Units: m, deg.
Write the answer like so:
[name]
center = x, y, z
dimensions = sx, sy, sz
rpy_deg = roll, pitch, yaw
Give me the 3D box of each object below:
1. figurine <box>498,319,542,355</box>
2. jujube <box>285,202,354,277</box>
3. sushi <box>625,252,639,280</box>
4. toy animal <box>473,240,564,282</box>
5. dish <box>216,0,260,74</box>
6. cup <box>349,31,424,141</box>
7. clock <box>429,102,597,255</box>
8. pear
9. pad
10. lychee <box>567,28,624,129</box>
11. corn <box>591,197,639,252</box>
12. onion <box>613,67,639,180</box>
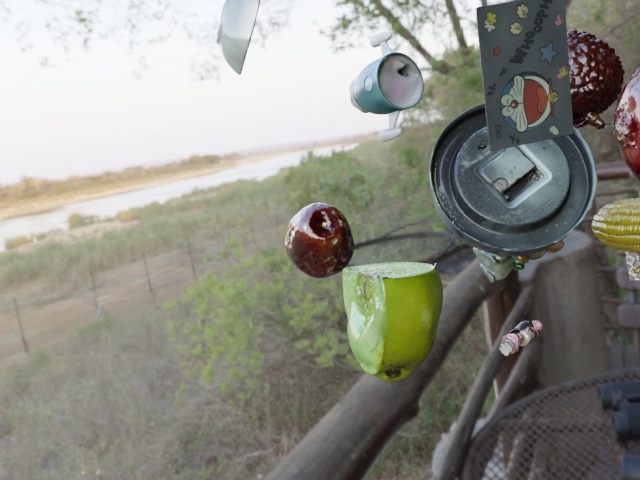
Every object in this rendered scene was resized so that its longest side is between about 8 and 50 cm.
[figurine]
center = 0.482, 0.232, 1.584
dimensions = 0.129, 0.072, 0.054
rpy_deg = -17, 55, -38
[jujube]
center = 0.000, 0.000, 2.040
dimensions = 0.223, 0.223, 0.318
rpy_deg = -10, -18, -8
[sushi]
center = 1.009, 0.057, 2.011
dimensions = 0.120, 0.125, 0.026
rpy_deg = -8, -1, 41
[toy animal]
center = 0.526, 0.013, 1.720
dimensions = 0.236, 0.108, 0.138
rpy_deg = -29, 47, -9
[dish]
center = -0.162, -0.422, 1.264
dimensions = 0.066, 0.190, 0.191
rpy_deg = 13, 4, -11
[cup]
center = 0.173, -0.428, 1.835
dimensions = 0.168, 0.299, 0.173
rpy_deg = -6, 0, -33
[clock]
center = 0.446, -0.147, 1.540
dimensions = 0.387, 0.385, 0.076
rpy_deg = -9, -20, 1
[pear]
center = 0.197, 0.216, 1.711
dimensions = 0.239, 0.317, 0.342
rpy_deg = -3, 4, -14
[pad]
center = 0.356, -0.290, 1.132
dimensions = 0.170, 0.245, 0.006
rpy_deg = -12, 15, -10
[lychee]
center = 0.637, -0.399, 1.675
dimensions = 0.264, 0.300, 0.264
rpy_deg = -20, -26, -10
[corn]
center = 0.706, -0.031, 1.427
dimensions = 0.131, 0.131, 0.344
rpy_deg = -9, 1, -1
[onion]
center = 0.680, -0.221, 1.235
dimensions = 0.276, 0.276, 0.276
rpy_deg = -9, 9, 1
